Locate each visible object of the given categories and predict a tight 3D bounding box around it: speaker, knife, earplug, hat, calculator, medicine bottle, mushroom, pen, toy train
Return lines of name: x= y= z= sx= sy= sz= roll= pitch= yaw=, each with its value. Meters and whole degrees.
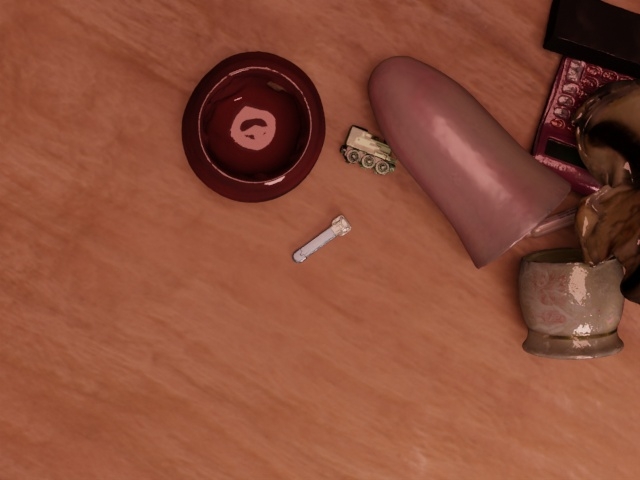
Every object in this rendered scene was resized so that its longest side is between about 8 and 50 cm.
speaker: x=0.428 y=-0.283 z=1.661 sx=0.218 sy=0.044 sz=0.082 roll=15 pitch=74 yaw=-8
knife: x=0.000 y=0.000 z=1.668 sx=0.096 sy=0.010 sz=0.027 roll=-36 pitch=98 yaw=0
earplug: x=0.179 y=-0.128 z=1.612 sx=0.172 sy=0.172 sz=0.301 roll=-42 pitch=90 yaw=-1
hat: x=-0.092 y=-0.153 z=1.606 sx=0.205 sy=0.089 sz=0.205 roll=0 pitch=92 yaw=-10
calculator: x=0.376 y=-0.166 z=1.682 sx=0.126 sy=0.034 sz=0.190 roll=19 pitch=87 yaw=-6
medicine bottle: x=0.352 y=0.089 z=1.643 sx=0.147 sy=0.147 sz=0.143 roll=-5 pitch=98 yaw=-6
mushroom: x=0.448 y=-0.056 z=1.549 sx=0.247 sy=0.344 sz=0.130 roll=-41 pitch=132 yaw=23
pen: x=0.379 y=-0.040 z=1.696 sx=0.218 sy=0.026 sz=0.026 roll=-21 pitch=97 yaw=-4
toy train: x=0.070 y=-0.125 z=1.652 sx=0.083 sy=0.033 sz=0.053 roll=20 pitch=89 yaw=-7
